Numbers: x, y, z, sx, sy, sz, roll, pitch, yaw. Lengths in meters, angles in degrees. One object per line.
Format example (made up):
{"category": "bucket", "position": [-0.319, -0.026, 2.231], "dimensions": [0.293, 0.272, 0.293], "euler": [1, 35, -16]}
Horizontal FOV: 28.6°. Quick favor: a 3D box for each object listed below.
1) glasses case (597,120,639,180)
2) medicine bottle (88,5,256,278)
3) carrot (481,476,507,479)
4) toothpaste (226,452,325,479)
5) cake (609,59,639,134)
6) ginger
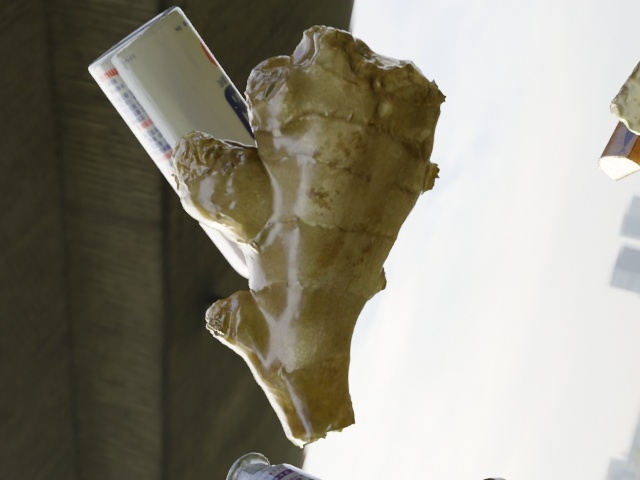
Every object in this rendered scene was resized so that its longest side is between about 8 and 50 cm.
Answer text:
{"category": "glasses case", "position": [0.369, -0.152, 1.415], "dimensions": [0.170, 0.041, 0.064], "euler": [-59, 7, -15]}
{"category": "medicine bottle", "position": [-0.122, -0.100, 1.478], "dimensions": [0.341, 0.130, 0.130], "euler": [56, -144, -14]}
{"category": "carrot", "position": [0.118, 0.298, 1.236], "dimensions": [0.186, 0.060, 0.060], "euler": [-35, -19, 4]}
{"category": "toothpaste", "position": [0.007, 0.310, 1.387], "dimensions": [0.114, 0.299, 0.073], "euler": [-32, -62, -31]}
{"category": "cake", "position": [0.464, -0.140, 1.179], "dimensions": [0.222, 0.286, 0.227], "euler": [-30, -25, -56]}
{"category": "ginger", "position": [-0.020, -0.005, 1.147], "dimensions": [0.236, 0.166, 0.375], "euler": [20, -99, -36]}
